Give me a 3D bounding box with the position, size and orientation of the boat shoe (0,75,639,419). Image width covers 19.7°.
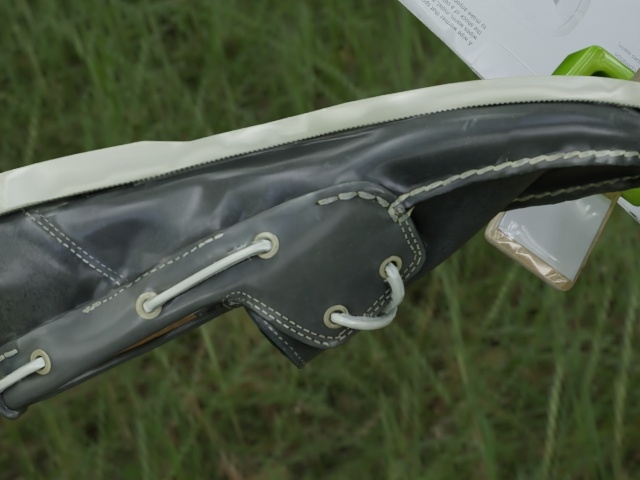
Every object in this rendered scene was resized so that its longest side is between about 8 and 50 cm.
[{"bbox_3d":[0.000,0.000,0.581,0.233,0.079,0.084,-13,-11,5],"label":"boat shoe"}]

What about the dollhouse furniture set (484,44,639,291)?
[{"bbox_3d":[0.231,-0.015,0.941,0.151,0.197,0.301,-60,16,-17],"label":"dollhouse furniture set"}]

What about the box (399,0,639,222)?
[{"bbox_3d":[0.206,-0.175,1.216,0.262,0.127,0.231,44,105,19],"label":"box"}]
